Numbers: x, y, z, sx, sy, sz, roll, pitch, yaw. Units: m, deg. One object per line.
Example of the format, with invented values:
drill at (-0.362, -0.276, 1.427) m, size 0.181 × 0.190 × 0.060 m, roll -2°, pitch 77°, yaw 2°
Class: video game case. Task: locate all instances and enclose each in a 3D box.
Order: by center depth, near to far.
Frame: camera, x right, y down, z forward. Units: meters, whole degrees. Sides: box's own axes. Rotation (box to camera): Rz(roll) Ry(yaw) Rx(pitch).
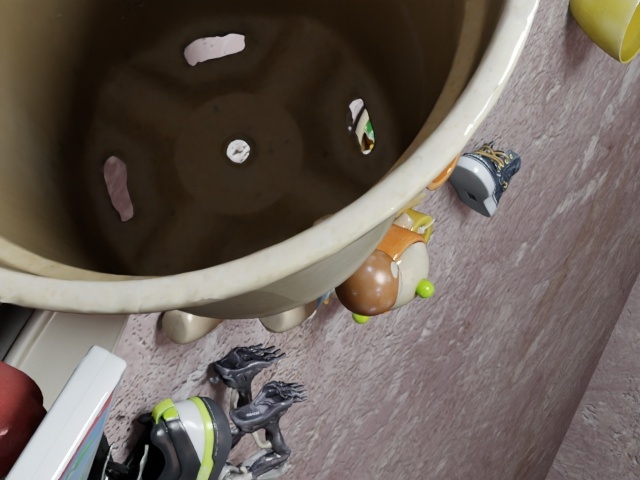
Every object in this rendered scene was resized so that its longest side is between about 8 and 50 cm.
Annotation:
video game case at (-0.192, 0.205, 0.642) m, size 0.204 × 0.025 × 0.285 m, roll -63°, pitch -179°, yaw -37°

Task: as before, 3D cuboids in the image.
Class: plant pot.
plant pot at (-0.063, -0.095, 0.581) m, size 0.334 × 0.333 × 0.305 m, roll -55°, pitch 167°, yaw -10°
plant pot at (0.385, -0.312, 1.424) m, size 0.134 × 0.095 × 0.134 m, roll -45°, pitch 153°, yaw -31°

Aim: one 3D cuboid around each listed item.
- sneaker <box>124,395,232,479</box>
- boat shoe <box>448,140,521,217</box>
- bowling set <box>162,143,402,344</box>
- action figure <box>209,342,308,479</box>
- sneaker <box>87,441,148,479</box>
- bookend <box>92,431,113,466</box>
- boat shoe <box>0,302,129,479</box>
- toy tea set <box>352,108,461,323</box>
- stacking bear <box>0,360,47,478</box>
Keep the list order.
sneaker at (-0.164, 0.242, 1.047) m, size 0.097 × 0.084 × 0.235 m, roll 0°, pitch 119°, yaw -36°
boat shoe at (0.209, -0.095, 1.381) m, size 0.083 × 0.065 × 0.183 m, roll -59°, pitch 163°, yaw -5°
bowling set at (0.000, 0.000, 0.923) m, size 0.154 × 0.199 × 0.287 m, roll -28°, pitch 145°, yaw -52°
action figure at (-0.069, 0.257, 1.117) m, size 0.140 × 0.164 × 0.276 m, roll -2°, pitch 115°, yaw -32°
sneaker at (-0.160, 0.210, 0.823) m, size 0.170 × 0.051 × 0.089 m, roll 120°, pitch -19°, yaw -66°
bookend at (-0.237, 0.217, 0.849) m, size 0.156 × 0.072 × 0.157 m, roll -43°, pitch 151°, yaw -32°
boat shoe at (-0.240, 0.129, 0.746) m, size 0.335 × 0.095 × 0.112 m, roll -63°, pitch 156°, yaw -3°
toy tea set at (0.118, -0.067, 1.149) m, size 0.200 × 0.124 × 0.336 m, roll -30°, pitch 143°, yaw -48°
stacking bear at (-0.260, 0.045, 0.492) m, size 0.289 × 0.164 × 0.175 m, roll 86°, pitch 26°, yaw -52°
